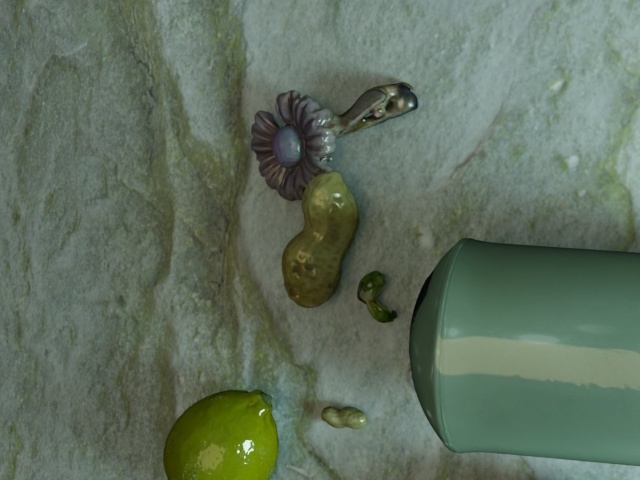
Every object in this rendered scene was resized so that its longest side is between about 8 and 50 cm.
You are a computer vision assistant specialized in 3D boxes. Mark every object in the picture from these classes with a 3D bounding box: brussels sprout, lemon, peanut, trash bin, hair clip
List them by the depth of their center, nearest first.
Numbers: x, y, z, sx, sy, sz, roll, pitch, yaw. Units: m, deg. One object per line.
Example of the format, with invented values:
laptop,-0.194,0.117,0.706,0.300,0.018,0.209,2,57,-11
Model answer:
trash bin,0.325,0.140,0.933,0.432,0.280,0.280,1,92,25
brussels sprout,0.087,0.091,1.182,0.051,0.046,0.083,-20,83,25
peanut,0.000,0.000,1.194,0.098,0.103,0.229,20,104,11
hair clip,0.009,-0.176,1.202,0.300,0.069,0.173,-24,81,27
peanut,0.037,0.289,1.220,0.083,0.037,0.037,-3,90,26
lemon,-0.162,0.347,1.249,0.184,0.184,0.248,37,109,22
